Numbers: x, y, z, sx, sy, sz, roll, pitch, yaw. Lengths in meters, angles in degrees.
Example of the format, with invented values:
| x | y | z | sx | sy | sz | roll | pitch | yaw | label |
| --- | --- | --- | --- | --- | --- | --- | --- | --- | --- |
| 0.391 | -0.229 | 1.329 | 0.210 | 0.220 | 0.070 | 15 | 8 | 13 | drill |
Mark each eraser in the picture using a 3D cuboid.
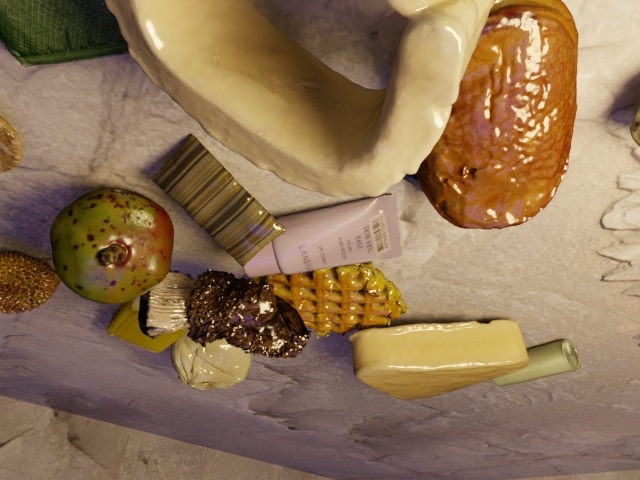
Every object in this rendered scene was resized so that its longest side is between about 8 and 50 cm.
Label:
| x | y | z | sx | sy | sz | roll | pitch | yaw | label |
| --- | --- | --- | --- | --- | --- | --- | --- | --- | --- |
| -0.431 | 0.206 | 1.213 | 0.157 | 0.069 | 0.226 | 27 | 141 | -24 | eraser |

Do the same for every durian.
| x | y | z | sx | sy | sz | roll | pitch | yaw | label |
| --- | --- | --- | --- | --- | --- | --- | --- | --- | --- |
| -0.663 | 0.092 | 1.054 | 0.167 | 0.137 | 0.158 | 4 | 167 | -18 | durian |

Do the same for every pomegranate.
| x | y | z | sx | sy | sz | roll | pitch | yaw | label |
| --- | --- | --- | --- | --- | --- | --- | --- | --- | --- |
| -0.347 | 0.018 | 0.833 | 0.198 | 0.199 | 0.246 | 11 | 154 | -4 | pomegranate |

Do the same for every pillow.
| x | y | z | sx | sy | sz | roll | pitch | yaw | label |
| --- | --- | --- | --- | --- | --- | --- | --- | --- | --- |
| -0.158 | -0.058 | 0.755 | 0.113 | 0.038 | 0.203 | -37 | 104 | 27 | pillow |

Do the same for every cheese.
| x | y | z | sx | sy | sz | roll | pitch | yaw | label |
| --- | --- | --- | --- | --- | --- | --- | --- | --- | --- |
| 0.224 | 0.271 | 1.095 | 0.383 | 0.104 | 0.384 | -3 | 151 | -2 | cheese |
| -0.009 | -0.202 | 0.406 | 0.332 | 0.153 | 0.292 | 37 | 142 | -13 | cheese |

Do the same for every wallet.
| x | y | z | sx | sy | sz | roll | pitch | yaw | label |
| --- | --- | --- | --- | --- | --- | --- | --- | --- | --- |
| -0.309 | -0.292 | 0.499 | 0.160 | 0.055 | 0.236 | -1 | 150 | 8 | wallet |

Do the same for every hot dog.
| x | y | z | sx | sy | sz | roll | pitch | yaw | label |
| --- | --- | --- | --- | --- | --- | --- | --- | --- | --- |
| 0.192 | -0.147 | 0.551 | 0.195 | 0.122 | 0.272 | -6 | 127 | 18 | hot dog |

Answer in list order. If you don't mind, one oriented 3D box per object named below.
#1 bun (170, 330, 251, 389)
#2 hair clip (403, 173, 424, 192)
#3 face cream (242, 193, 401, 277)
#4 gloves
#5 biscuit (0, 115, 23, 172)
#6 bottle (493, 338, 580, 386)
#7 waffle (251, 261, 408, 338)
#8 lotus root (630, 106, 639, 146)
| x | y | z | sx | sy | sz | roll | pitch | yaw | label |
| --- | --- | --- | --- | --- | --- | --- | --- | --- | --- |
| -0.299 | 0.325 | 1.299 | 0.229 | 0.145 | 0.230 | 8 | 145 | 6 | bun |
| 0.104 | -0.101 | 0.697 | 0.229 | 0.070 | 0.039 | 20 | 148 | -4 | hair clip |
| 0.000 | 0.000 | 0.833 | 0.273 | 0.096 | 0.154 | -10 | 133 | 6 | face cream |
| -0.167 | 0.128 | 0.879 | 0.312 | 0.135 | 0.210 | 10 | 179 | -9 | gloves |
| -0.563 | -0.177 | 0.726 | 0.219 | 0.033 | 0.220 | 8 | 146 | 5 | biscuit |
| 0.510 | 0.298 | 1.160 | 0.072 | 0.072 | 0.201 | 27 | 141 | -26 | bottle |
| 0.012 | 0.120 | 1.008 | 0.324 | 0.068 | 0.302 | 32 | 139 | -33 | waffle |
| 0.453 | -0.145 | 0.530 | 0.191 | 0.088 | 0.113 | 0 | 138 | 10 | lotus root |
